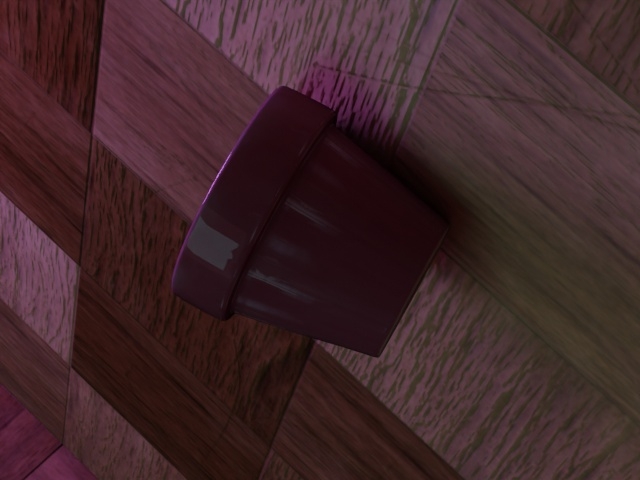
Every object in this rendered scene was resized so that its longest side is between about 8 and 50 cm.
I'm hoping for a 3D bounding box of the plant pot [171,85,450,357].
[{"bbox_3d":[0.000,0.000,1.403,0.180,0.201,0.201,29,152,4],"label":"plant pot"}]
